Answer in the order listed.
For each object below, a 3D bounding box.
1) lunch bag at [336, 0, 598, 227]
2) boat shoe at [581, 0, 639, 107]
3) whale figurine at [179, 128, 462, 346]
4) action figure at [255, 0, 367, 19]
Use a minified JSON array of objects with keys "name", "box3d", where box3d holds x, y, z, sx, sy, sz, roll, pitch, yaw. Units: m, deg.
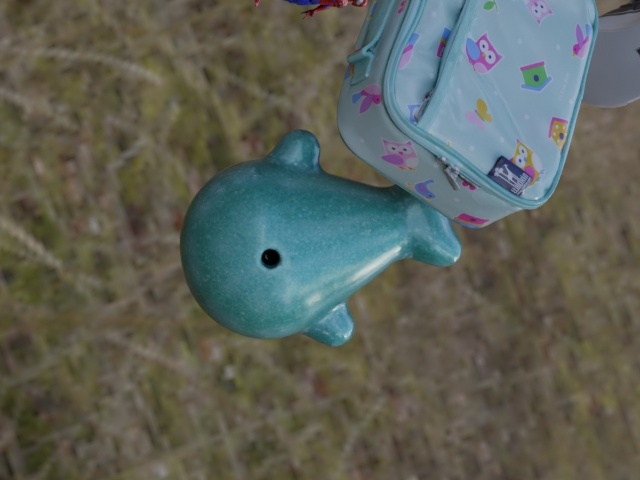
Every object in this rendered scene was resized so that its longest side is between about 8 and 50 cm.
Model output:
[{"name":"lunch bag","box3d":[0.138,-0.165,1.775,0.224,0.108,0.279,34,59,-29]},{"name":"boat shoe","box3d":[0.385,-0.240,2.184,0.102,0.301,0.108,-40,99,-35]},{"name":"whale figurine","box3d":[0.000,0.000,1.834,0.141,0.272,0.216,-104,-175,-84]},{"name":"action figure","box3d":[-0.010,-0.245,1.932,0.038,0.115,0.030,84,9,-61]}]
